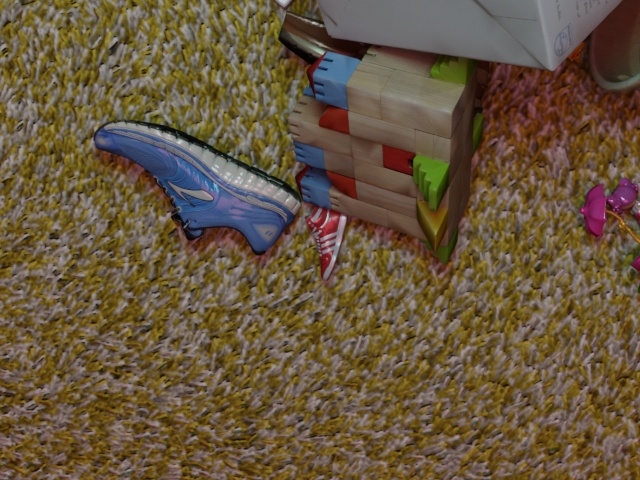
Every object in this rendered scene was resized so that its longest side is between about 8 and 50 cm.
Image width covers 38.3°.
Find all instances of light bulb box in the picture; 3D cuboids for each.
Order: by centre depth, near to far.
[{"bbox_3d":[0.213,-0.414,1.132,0.361,0.358,0.225,-44,133,-27],"label":"light bulb box"}]

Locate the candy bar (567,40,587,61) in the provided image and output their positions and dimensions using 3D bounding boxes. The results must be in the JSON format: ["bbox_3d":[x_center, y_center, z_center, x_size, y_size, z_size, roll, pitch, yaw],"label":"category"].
[{"bbox_3d":[0.330,-0.326,1.394,0.161,0.018,0.040,34,99,-1],"label":"candy bar"}]

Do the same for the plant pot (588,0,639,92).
[{"bbox_3d":[0.590,-0.304,1.251,0.305,0.334,0.334,21,99,-10],"label":"plant pot"}]

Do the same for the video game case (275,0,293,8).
[{"bbox_3d":[-0.069,-0.504,1.390,0.227,0.026,0.206,42,98,-2],"label":"video game case"}]

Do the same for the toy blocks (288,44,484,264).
[{"bbox_3d":[0.077,-0.147,1.304,0.260,0.381,0.191,19,59,18],"label":"toy blocks"}]

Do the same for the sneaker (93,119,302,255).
[{"bbox_3d":[-0.202,-0.079,1.405,0.330,0.130,0.147,27,96,-1],"label":"sneaker"}]

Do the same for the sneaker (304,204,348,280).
[{"bbox_3d":[0.000,0.000,1.446,0.067,0.042,0.118,14,91,-2],"label":"sneaker"}]

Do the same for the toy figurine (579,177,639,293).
[{"bbox_3d":[0.476,-0.034,1.389,0.159,0.130,0.173,40,76,7],"label":"toy figurine"}]

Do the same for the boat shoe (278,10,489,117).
[{"bbox_3d":[0.100,-0.281,1.372,0.324,0.122,0.120,19,93,-8],"label":"boat shoe"}]
